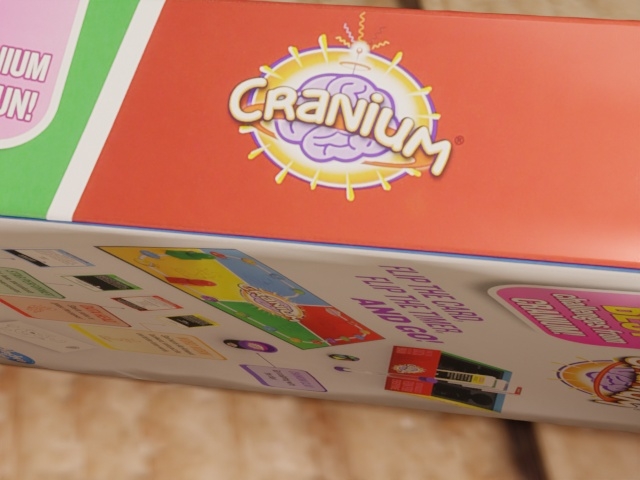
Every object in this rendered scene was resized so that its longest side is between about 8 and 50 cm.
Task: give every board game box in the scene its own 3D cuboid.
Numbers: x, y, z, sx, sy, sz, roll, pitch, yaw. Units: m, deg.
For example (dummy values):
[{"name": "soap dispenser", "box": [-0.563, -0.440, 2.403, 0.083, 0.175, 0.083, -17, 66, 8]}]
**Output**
[{"name": "board game box", "box": [0.000, 0.000, 0.555, 0.317, 0.242, 0.064, 5, 76, 14]}]
